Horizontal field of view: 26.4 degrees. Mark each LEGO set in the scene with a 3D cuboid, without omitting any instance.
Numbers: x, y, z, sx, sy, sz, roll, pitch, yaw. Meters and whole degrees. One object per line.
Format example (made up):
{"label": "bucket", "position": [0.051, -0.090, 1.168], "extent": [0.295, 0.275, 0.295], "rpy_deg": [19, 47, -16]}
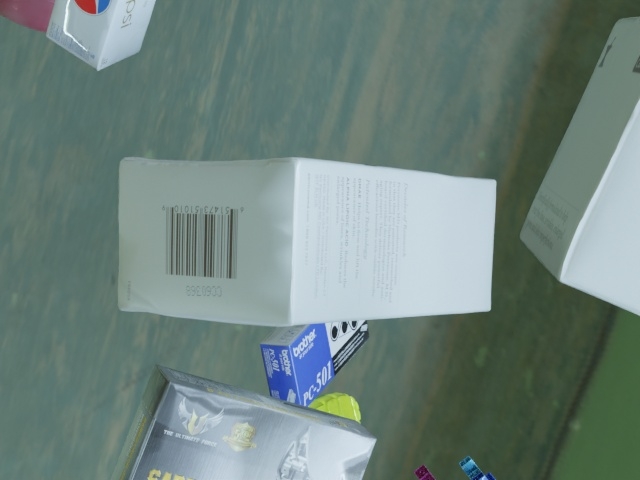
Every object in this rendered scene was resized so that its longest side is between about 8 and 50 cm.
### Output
{"label": "LEGO set", "position": [0.235, 0.391, 1.908], "extent": [0.087, 0.227, 0.093], "rpy_deg": [-38, 128, -2]}

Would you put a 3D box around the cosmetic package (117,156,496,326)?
{"label": "cosmetic package", "position": [0.000, 0.000, 1.382], "extent": [0.217, 0.385, 0.156], "rpy_deg": [3, 92, 33]}

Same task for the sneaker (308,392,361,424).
{"label": "sneaker", "position": [-0.052, 0.248, 1.755], "extent": [0.123, 0.295, 0.109], "rpy_deg": [4, 90, 39]}

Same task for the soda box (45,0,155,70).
{"label": "soda box", "position": [-0.187, -0.273, 1.279], "extent": [0.069, 0.074, 0.216], "rpy_deg": [34, 125, 14]}

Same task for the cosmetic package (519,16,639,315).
{"label": "cosmetic package", "position": [0.232, -0.023, 0.763], "extent": [0.183, 0.151, 0.151], "rpy_deg": [23, 98, -3]}

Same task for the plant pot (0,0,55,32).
{"label": "plant pot", "position": [-0.287, -0.361, 1.528], "extent": [0.201, 0.201, 0.180], "rpy_deg": [25, 133, -11]}

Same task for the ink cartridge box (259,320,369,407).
{"label": "ink cartridge box", "position": [-0.004, 0.128, 1.749], "extent": [0.046, 0.207, 0.097], "rpy_deg": [2, 115, 28]}

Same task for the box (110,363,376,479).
{"label": "box", "position": [-0.082, 0.238, 1.316], "extent": [0.231, 0.056, 0.183], "rpy_deg": [20, 96, -25]}
